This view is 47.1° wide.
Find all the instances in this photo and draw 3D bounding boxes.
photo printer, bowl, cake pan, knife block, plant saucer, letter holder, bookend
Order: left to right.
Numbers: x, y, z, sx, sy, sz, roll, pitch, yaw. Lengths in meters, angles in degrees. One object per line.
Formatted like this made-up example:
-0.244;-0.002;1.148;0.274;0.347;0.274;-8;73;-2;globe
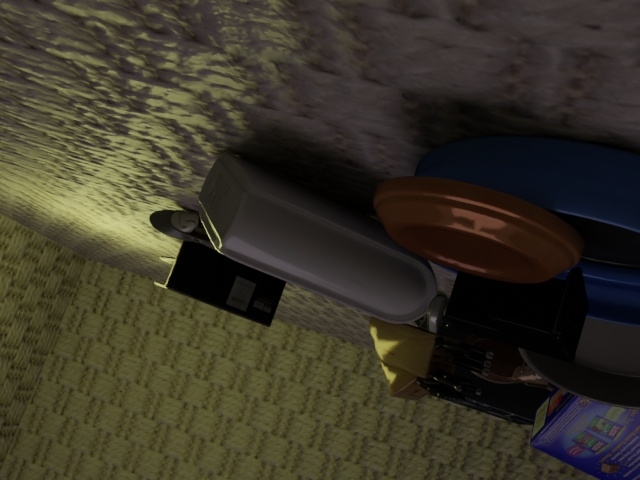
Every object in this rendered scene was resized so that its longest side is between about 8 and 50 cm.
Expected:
-0.277;0.099;1.938;0.302;0.152;0.214;25;169;-28;letter holder
0.000;0.000;0.990;0.307;0.107;0.256;24;-172;-20;photo printer
0.240;0.230;1.588;0.088;0.275;0.242;18;131;-37;knife block
0.142;-0.003;0.690;0.200;0.037;0.200;18;168;4;plant saucer
0.209;0.068;0.823;0.157;0.072;0.156;14;167;27;bookend
0.270;0.001;0.787;0.391;0.077;0.391;18;168;4;bowl
0.441;0.156;1.077;0.293;0.054;0.293;16;147;11;cake pan

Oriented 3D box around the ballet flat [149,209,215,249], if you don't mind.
-0.252;-0.028;1.553;0.213;0.072;0.068;21;141;-15;ballet flat

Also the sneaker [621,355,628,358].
0.469;0.146;1.155;0.188;0.071;0.066;18;169;3;sneaker

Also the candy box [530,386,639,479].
0.634;0.383;1.489;0.317;0.122;0.268;27;135;6;candy box

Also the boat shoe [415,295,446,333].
0.229;0.159;1.586;0.070;0.077;0.219;16;170;11;boat shoe

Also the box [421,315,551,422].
0.404;0.337;1.887;0.343;0.179;0.312;17;167;7;box

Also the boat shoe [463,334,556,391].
0.474;0.268;1.635;0.324;0.123;0.116;11;165;-10;boat shoe
